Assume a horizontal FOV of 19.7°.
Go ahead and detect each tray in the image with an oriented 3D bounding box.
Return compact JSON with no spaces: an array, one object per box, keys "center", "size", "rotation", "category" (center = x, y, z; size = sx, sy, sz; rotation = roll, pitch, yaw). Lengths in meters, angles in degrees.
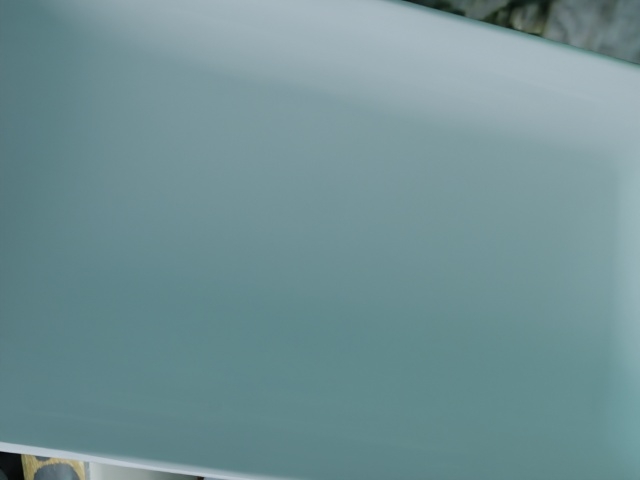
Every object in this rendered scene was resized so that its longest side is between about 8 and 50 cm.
[{"center":[0.000,0.000,0.525],"size":[0.030,0.270,0.145],"rotation":[-22,61,60],"category":"tray"}]

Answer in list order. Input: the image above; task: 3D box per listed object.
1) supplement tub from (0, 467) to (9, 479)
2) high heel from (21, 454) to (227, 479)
[{"center":[-0.271,0.192,0.688],"size":[0.316,0.228,0.228],"rotation":[-39,56,23],"category":"supplement tub"},{"center":[-0.088,0.090,0.681],"size":[0.261,0.093,0.186],"rotation":[51,129,48],"category":"high heel"}]
